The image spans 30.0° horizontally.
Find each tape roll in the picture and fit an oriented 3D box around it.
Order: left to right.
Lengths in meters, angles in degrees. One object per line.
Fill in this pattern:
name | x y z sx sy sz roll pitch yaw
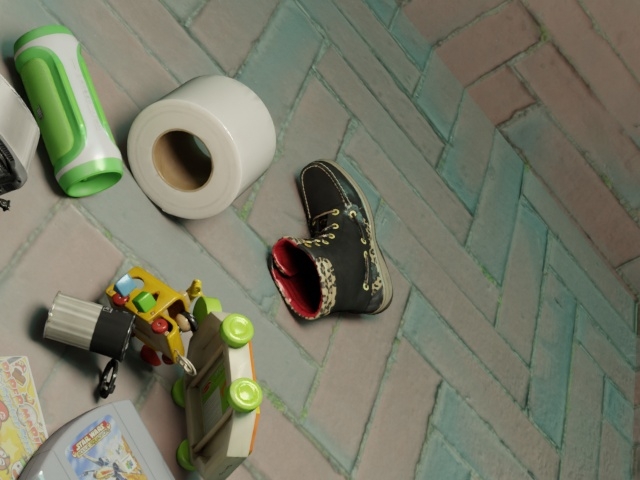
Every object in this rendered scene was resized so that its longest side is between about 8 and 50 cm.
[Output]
tape roll | -0.230 -0.183 2.323 0.246 0.246 0.169 55 31 -8

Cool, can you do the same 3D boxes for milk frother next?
milk frother | -0.386 0.173 1.966 0.135 0.129 0.143 17 75 -3

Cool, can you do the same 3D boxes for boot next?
boot | 0.000 0.000 2.611 0.284 0.138 0.377 -9 78 -57

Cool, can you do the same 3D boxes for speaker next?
speaker | -0.455 -0.234 2.156 0.131 0.131 0.296 -4 68 -56

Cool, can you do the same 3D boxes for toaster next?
toaster | -0.549 -0.175 1.962 0.227 0.129 0.146 57 26 -36

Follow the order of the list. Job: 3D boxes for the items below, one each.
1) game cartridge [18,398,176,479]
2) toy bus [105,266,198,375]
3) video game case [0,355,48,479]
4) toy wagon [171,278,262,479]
game cartridge | -0.345 0.371 1.866 0.198 0.062 0.297 65 26 -7
toy bus | -0.271 0.128 2.050 0.104 0.191 0.202 -43 101 -26
video game case | -0.496 0.282 1.780 0.206 0.026 0.227 4 61 -54
toy wagon | -0.180 0.226 2.040 0.068 0.267 0.344 7 56 -25
